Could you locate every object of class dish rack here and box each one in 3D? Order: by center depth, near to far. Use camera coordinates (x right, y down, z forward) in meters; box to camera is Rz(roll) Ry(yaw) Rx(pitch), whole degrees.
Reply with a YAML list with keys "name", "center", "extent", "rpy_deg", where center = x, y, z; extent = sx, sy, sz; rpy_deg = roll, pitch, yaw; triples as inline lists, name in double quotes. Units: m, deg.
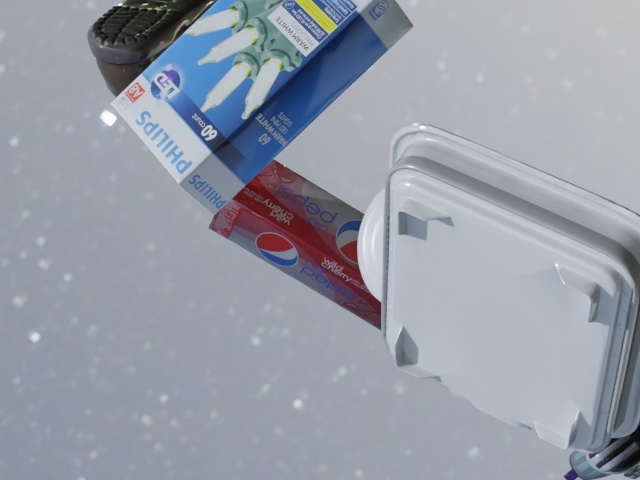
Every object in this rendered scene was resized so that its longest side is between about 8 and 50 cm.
- name: "dish rack"
  center: [0.171, 0.064, 1.658]
  extent: [0.285, 0.333, 0.072]
  rpy_deg: [25, -125, 20]

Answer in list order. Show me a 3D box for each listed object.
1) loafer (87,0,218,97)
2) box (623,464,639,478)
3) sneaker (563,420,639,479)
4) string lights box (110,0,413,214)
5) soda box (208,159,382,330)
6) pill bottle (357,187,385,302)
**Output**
- name: "loafer"
  center: [-0.187, -0.277, 2.327]
  extent: [0.134, 0.130, 0.366]
  rpy_deg: [14, -146, 25]
- name: "box"
  center: [0.442, 0.279, 2.435]
  extent: [0.018, 0.067, 0.083]
  rpy_deg: [17, -116, -12]
- name: "sneaker"
  center: [0.365, 0.199, 2.003]
  extent: [0.223, 0.098, 0.083]
  rpy_deg: [-26, -101, -30]
- name: "string lights box"
  center: [-0.055, -0.164, 1.668]
  extent: [0.133, 0.259, 0.077]
  rpy_deg: [47, -178, 34]
- name: "soda box"
  center: [0.000, 0.000, 2.215]
  extent: [0.263, 0.083, 0.092]
  rpy_deg: [31, -125, 0]
- name: "pill bottle"
  center: [0.183, 0.018, 2.063]
  extent: [0.264, 0.153, 0.153]
  rpy_deg: [11, -141, -43]
